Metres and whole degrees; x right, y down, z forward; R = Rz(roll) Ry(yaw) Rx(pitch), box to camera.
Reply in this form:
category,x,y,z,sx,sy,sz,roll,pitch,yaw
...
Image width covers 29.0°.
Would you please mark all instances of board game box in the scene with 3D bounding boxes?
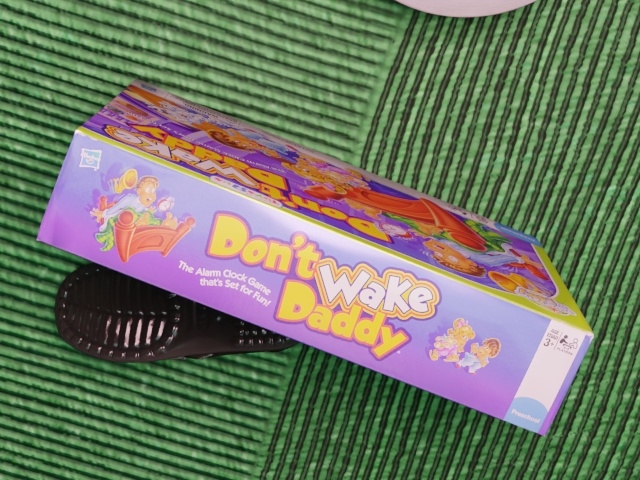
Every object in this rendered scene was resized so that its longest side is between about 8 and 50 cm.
category,x,y,z,sx,sy,sz,roll,pitch,yaw
board game box,0.000,0.000,0.879,0.347,0.233,0.078,21,104,-5

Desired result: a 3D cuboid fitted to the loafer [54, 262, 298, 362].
category,x,y,z,sx,sy,sz,roll,pitch,yaw
loafer,-0.103,0.063,0.977,0.220,0.078,0.080,3,80,16

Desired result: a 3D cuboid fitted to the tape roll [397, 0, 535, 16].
category,x,y,z,sx,sy,sz,roll,pitch,yaw
tape roll,0.104,-0.269,0.856,0.219,0.072,0.219,-3,123,-4
